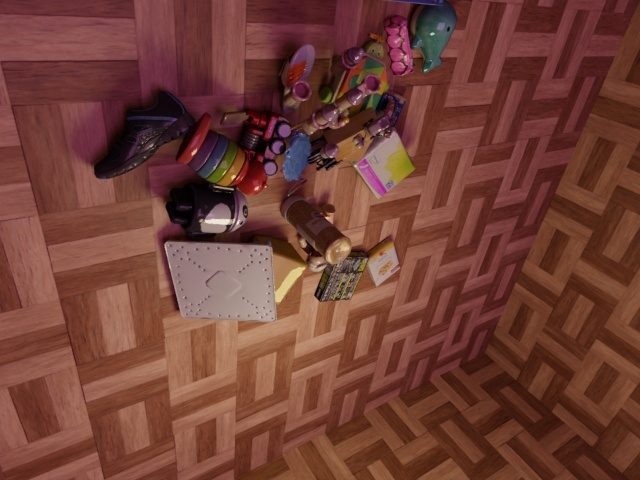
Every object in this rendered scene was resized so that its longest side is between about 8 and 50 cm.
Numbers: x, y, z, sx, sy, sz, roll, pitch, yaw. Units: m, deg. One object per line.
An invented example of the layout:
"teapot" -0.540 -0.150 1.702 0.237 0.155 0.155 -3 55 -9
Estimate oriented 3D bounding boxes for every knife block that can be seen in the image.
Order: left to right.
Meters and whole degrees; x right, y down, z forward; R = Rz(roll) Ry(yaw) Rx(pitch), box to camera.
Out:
"knife block" 0.069 -0.385 1.747 0.242 0.088 0.276 -3 144 -31

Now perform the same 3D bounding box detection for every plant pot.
"plant pot" -0.220 0.099 1.880 0.187 0.212 0.212 30 100 -35

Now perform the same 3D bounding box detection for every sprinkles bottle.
"sprinkles bottle" -0.023 -0.049 1.796 0.121 0.355 0.121 -21 132 -25

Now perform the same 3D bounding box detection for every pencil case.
"pencil case" 0.300 -0.734 1.726 0.095 0.098 0.209 -36 136 -10

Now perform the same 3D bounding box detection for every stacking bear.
"stacking bear" -0.300 -0.250 1.478 0.289 0.175 0.164 30 71 -28

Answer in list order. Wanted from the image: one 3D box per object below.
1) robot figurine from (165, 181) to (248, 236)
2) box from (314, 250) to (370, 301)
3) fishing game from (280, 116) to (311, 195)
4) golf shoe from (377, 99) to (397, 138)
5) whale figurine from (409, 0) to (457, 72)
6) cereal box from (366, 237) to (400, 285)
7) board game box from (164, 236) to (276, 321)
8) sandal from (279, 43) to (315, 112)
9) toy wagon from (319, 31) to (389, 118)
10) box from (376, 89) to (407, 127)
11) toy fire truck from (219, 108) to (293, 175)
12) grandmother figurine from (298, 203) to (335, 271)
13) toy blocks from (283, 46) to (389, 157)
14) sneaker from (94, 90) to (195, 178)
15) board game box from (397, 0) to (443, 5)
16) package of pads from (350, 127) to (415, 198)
"robot figurine" -0.388 -0.110 1.596 0.278 0.209 0.174 2 81 -39
"box" 0.107 0.180 2.290 0.216 0.060 0.270 1 121 -39
"fishing game" -0.092 -0.299 1.644 0.189 0.041 0.264 -47 150 -45
"golf shoe" 0.256 -0.492 1.814 0.067 0.085 0.186 85 21 -62
"whale figurine" 0.448 -0.784 1.771 0.216 0.141 0.272 -29 135 -18
"cereal box" 0.327 0.117 2.422 0.173 0.047 0.240 -37 136 -10
"board game box" -0.367 0.154 1.754 0.389 0.050 0.390 2 127 2
"sandal" -0.101 -0.560 1.565 0.102 0.076 0.265 -26 156 -35
"toy wagon" 0.152 -0.605 1.728 0.267 0.068 0.345 8 116 -42
"box" 0.262 -0.510 1.911 0.136 0.036 0.225 6 118 -40
"toy fire truck" -0.242 -0.352 1.572 0.246 0.158 0.217 17 107 -26
"grandmother figurine" 0.000 0.000 2.050 0.207 0.104 0.343 1 126 -10
"toy blocks" 0.095 -0.444 1.497 0.288 0.260 0.309 -40 106 -20
"sneaker" -0.553 -0.314 1.385 0.340 0.125 0.140 -37 109 -6
"board game box" 0.203 -0.831 1.477 0.347 0.233 0.078 -13 128 -30
"package of pads" 0.266 -0.340 1.964 0.229 0.101 0.296 -40 142 6
